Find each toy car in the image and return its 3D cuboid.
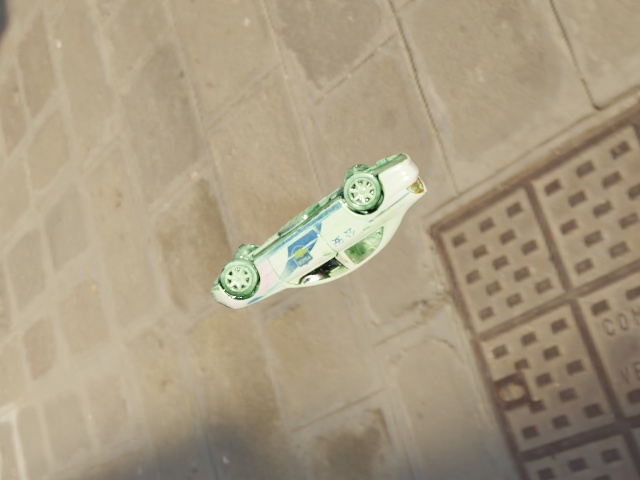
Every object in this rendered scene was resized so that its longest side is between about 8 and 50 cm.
[{"bbox_3d":[0.000,0.000,0.780,0.224,0.090,0.076,-35,98,8],"label":"toy car"}]
